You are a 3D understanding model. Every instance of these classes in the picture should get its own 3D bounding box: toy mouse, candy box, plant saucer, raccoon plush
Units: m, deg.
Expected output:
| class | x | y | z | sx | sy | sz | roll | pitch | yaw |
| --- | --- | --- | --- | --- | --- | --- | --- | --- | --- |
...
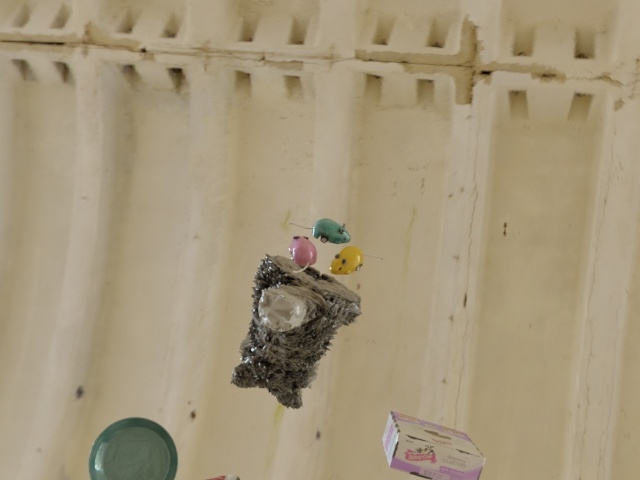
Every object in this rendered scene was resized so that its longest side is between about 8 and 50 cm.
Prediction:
| class | x | y | z | sx | sy | sz | roll | pitch | yaw |
| --- | --- | --- | --- | --- | --- | --- | --- | --- | --- |
| toy mouse | 0.000 | 0.000 | 1.145 | 0.143 | 0.161 | 0.031 | 42 | -44 | 31 |
| candy box | 0.210 | 0.399 | 1.422 | 0.165 | 0.196 | 0.070 | 16 | -91 | 2 |
| plant saucer | -0.250 | 0.299 | 1.004 | 0.119 | 0.021 | 0.119 | 0 | -101 | -2 |
| raccoon plush | -0.104 | 0.199 | 1.421 | 0.216 | 0.446 | 0.299 | 29 | -82 | 20 |

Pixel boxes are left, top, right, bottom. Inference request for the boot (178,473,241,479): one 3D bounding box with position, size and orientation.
| class | x | y | z | sx | sy | sz | roll | pitch | yaw |
| --- | --- | --- | --- | --- | --- | --- | --- | --- | --- |
| boot | -0.267 | 0.610 | 1.564 | 0.176 | 0.244 | 0.088 | -8 | -54 | 8 |
